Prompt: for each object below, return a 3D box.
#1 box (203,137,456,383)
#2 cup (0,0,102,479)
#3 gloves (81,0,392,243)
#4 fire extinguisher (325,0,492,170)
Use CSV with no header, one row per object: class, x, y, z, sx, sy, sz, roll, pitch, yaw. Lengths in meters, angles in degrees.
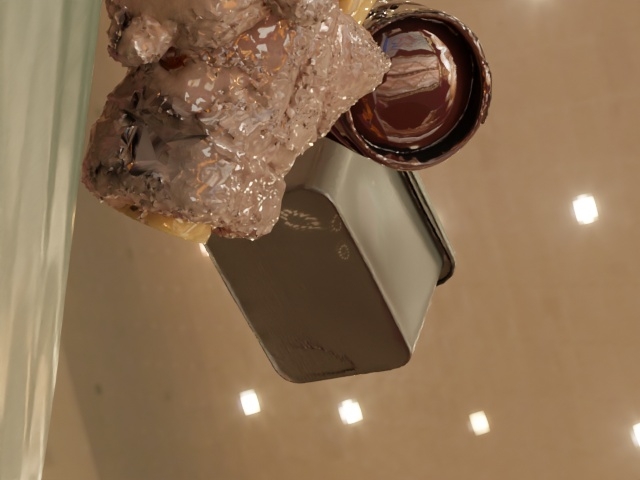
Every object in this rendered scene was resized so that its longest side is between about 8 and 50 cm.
box,0.000,0.000,1.422,0.163,0.135,0.243,-11,-53,23
cup,-0.239,-0.076,0.452,0.401,0.310,0.392,30,-38,17
gloves,-0.037,-0.071,0.632,0.110,0.094,0.144,-1,-95,21
fire extinguisher,-0.019,-0.124,1.117,0.341,0.141,0.105,31,-77,64
